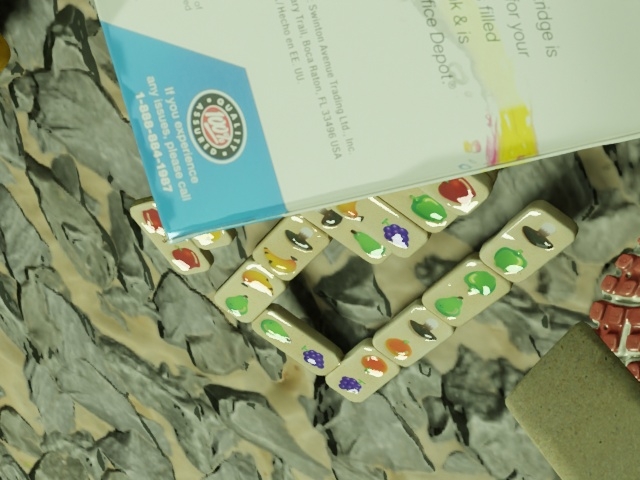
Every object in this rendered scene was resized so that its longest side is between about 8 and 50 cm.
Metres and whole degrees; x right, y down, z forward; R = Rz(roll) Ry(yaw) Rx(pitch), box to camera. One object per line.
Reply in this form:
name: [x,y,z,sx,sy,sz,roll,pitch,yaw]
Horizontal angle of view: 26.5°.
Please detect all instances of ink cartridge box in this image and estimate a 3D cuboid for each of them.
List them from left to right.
ink cartridge box: [0.048,-0.120,0.532,0.232,0.168,0.171,-11,101,18]

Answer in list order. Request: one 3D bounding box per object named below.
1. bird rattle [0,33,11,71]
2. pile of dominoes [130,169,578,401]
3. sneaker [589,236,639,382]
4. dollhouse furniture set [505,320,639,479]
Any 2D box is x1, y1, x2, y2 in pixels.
bird rattle: [-0.301,-0.171,0.857,0.253,0.143,0.207,-2,132,41]
pile of dominoes: [0.000,0.000,0.748,0.196,0.040,0.251,35,139,-8]
sneaker: [0.186,0.083,0.692,0.088,0.092,0.225,32,120,42]
dollhouse furniture set: [0.218,0.019,0.521,0.259,0.262,0.135,-50,53,17]
